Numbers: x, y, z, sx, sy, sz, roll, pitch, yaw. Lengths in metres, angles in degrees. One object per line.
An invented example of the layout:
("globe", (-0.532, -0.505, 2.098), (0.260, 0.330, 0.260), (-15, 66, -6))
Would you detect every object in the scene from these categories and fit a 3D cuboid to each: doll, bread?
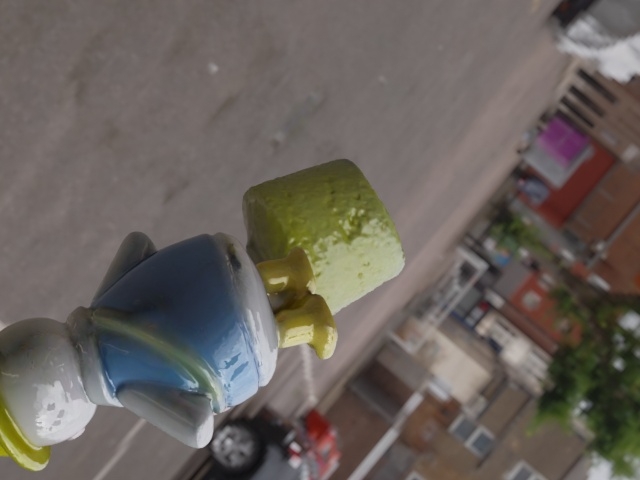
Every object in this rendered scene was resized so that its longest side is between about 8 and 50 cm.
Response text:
("doll", (-0.114, 0.064, 0.806), (0.241, 0.135, 0.099), (-21, 174, -2))
("bread", (0.000, 0.000, 1.174), (0.114, 0.129, 0.111), (-26, -173, -15))
